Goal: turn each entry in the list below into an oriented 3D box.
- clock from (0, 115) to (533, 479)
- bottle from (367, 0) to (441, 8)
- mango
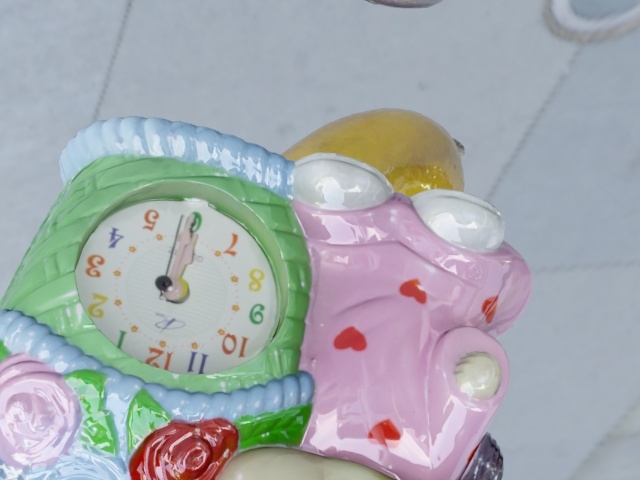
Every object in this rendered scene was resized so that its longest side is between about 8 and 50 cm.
[{"bbox_3d":[-0.027,0.070,0.554,0.194,0.196,0.100,15,150,-7],"label":"clock"},{"bbox_3d":[0.039,-0.201,0.836,0.060,0.164,0.060,-4,171,-1],"label":"bottle"},{"bbox_3d":[0.000,0.000,1.170,0.317,0.119,0.176,-30,154,-39],"label":"mango"}]
